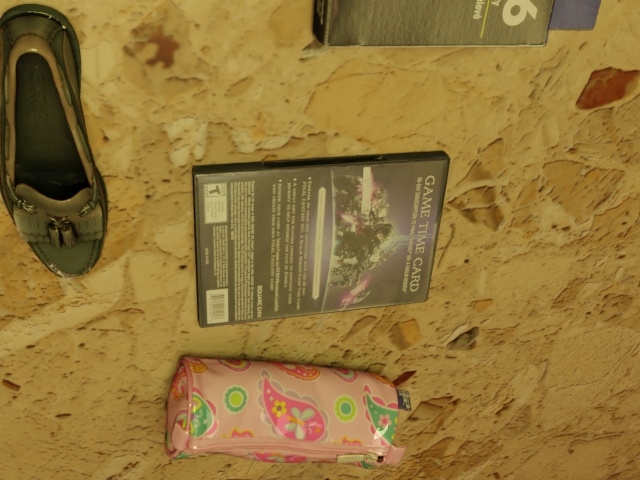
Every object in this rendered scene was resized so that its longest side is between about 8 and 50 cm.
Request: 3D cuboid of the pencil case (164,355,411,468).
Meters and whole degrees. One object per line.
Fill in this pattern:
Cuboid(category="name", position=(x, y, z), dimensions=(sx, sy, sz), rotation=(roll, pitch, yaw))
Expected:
Cuboid(category="pencil case", position=(-0.040, 0.208, 0.904), dimensions=(0.284, 0.124, 0.124), rotation=(11, 118, -22))

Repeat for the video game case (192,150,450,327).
Cuboid(category="video game case", position=(0.000, 0.000, 0.839), dimensions=(0.275, 0.026, 0.196), rotation=(-6, 123, -15))

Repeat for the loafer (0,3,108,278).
Cuboid(category="loafer", position=(-0.246, -0.068, 0.680), dimensions=(0.096, 0.084, 0.267), rotation=(-7, 124, -13))

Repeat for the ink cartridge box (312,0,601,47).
Cuboid(category="ink cartridge box", position=(0.154, -0.319, 0.654), dimensions=(0.308, 0.072, 0.303), rotation=(-4, 123, -13))
